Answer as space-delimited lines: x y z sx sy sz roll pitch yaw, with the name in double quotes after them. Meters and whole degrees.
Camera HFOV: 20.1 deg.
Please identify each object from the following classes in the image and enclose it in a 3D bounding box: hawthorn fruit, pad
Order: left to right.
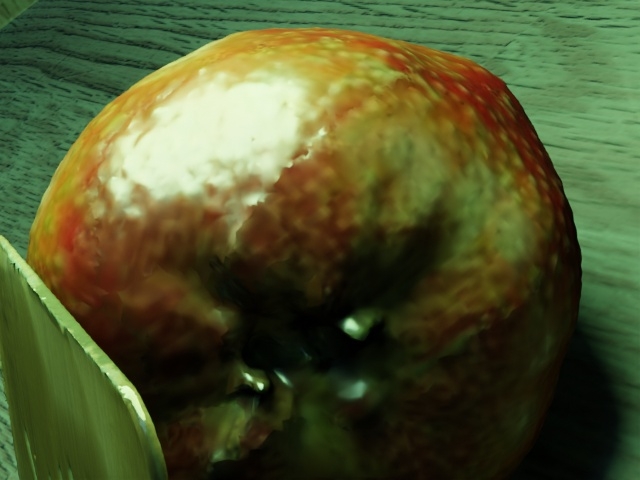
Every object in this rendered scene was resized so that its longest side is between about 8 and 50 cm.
-0.102 0.163 0.832 0.018 0.286 0.284 -13 19 -19 "pad"
0.000 0.000 0.992 0.284 0.285 0.369 -22 23 21 "hawthorn fruit"
